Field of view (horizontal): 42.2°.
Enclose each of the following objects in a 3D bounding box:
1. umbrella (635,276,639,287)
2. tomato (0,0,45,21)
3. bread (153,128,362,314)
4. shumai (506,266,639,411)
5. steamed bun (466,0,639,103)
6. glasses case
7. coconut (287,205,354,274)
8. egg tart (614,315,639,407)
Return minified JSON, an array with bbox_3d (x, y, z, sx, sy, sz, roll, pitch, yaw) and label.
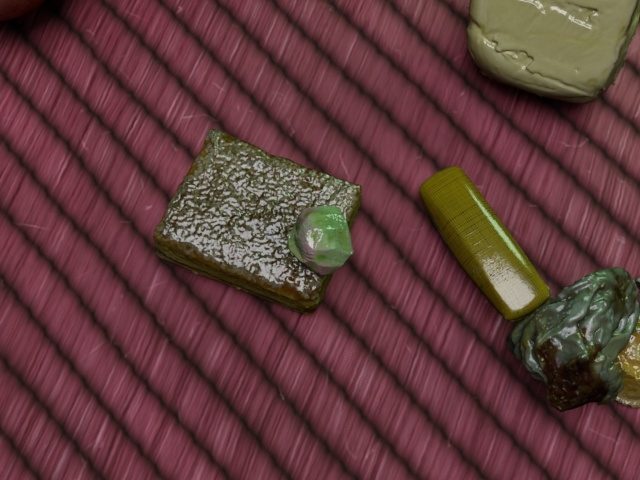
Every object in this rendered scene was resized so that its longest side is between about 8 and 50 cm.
[{"bbox_3d":[0.498,-0.001,1.116,0.188,0.046,0.050,-46,36,-9],"label":"umbrella"},{"bbox_3d":[-0.469,-0.431,1.159,0.265,0.265,0.265,0,76,2],"label":"tomato"},{"bbox_3d":[-0.082,-0.021,1.116,0.234,0.110,0.184,22,75,5],"label":"bread"},{"bbox_3d":[0.335,0.128,1.021,0.184,0.184,0.142,-27,71,-5],"label":"shumai"},{"bbox_3d":[0.326,-0.339,1.128,0.232,0.166,0.273,17,117,12],"label":"steamed bun"},{"bbox_3d":[0.213,0.003,1.105,0.079,0.064,0.234,-32,65,2],"label":"glasses case"},{"bbox_3d":[0.000,0.000,1.013,0.081,0.082,0.083,-5,96,-10],"label":"coconut"},{"bbox_3d":[0.418,0.154,1.081,0.129,0.049,0.129,0,78,2],"label":"egg tart"}]
